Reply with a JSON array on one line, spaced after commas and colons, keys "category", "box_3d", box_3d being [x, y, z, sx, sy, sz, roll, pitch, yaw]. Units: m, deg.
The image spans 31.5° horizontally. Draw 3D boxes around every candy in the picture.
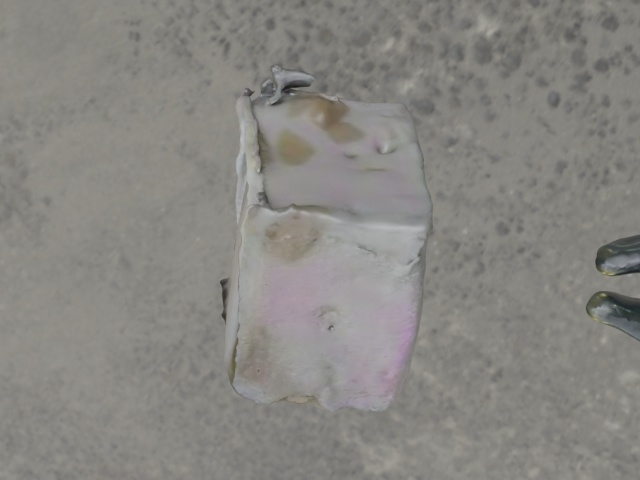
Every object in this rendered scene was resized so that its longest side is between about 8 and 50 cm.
[{"category": "candy", "box_3d": [0.000, 0.000, 0.810, 0.137, 0.185, 0.195, 2, 127, -7]}]

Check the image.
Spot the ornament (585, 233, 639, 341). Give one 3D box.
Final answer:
[{"category": "ornament", "box_3d": [0.252, 0.061, 0.474, 0.202, 0.236, 0.080, 0, 109, -16]}]
